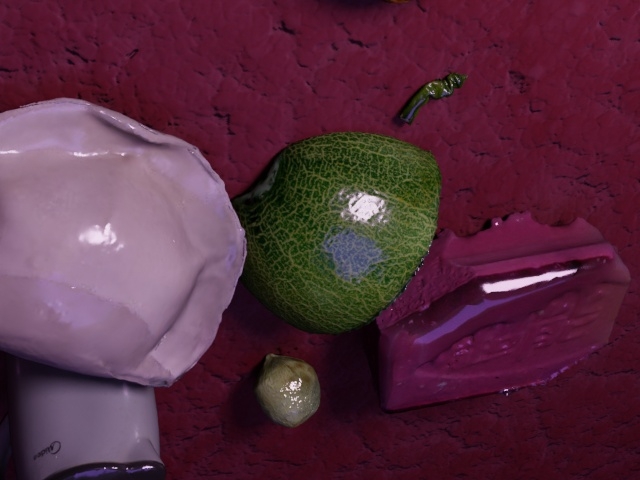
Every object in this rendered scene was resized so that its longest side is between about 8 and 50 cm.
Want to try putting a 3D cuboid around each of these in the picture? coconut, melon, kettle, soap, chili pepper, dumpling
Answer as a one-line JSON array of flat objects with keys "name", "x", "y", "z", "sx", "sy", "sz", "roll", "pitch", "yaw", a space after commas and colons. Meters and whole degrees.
[{"name": "coconut", "x": -0.042, "y": 0.183, "z": 1.308, "sx": 0.088, "sy": 0.096, "sz": 0.088, "roll": -28, "pitch": 174, "yaw": -3}, {"name": "melon", "x": 0.000, "y": 0.000, "z": 1.124, "sx": 0.169, "sy": 0.129, "sz": 0.265, "roll": 30, "pitch": 117, "yaw": -35}, {"name": "kettle", "x": -0.277, "y": 0.215, "z": 1.142, "sx": 0.221, "sy": 0.236, "sz": 0.161, "roll": -29, "pitch": 135, "yaw": 7}, {"name": "soap", "x": 0.214, "y": 0.085, "z": 1.282, "sx": 0.325, "sy": 0.127, "sz": 0.220, "roll": -11, "pitch": 136, "yaw": -11}, {"name": "chili pepper", "x": 0.116, "y": -0.152, "z": 1.099, "sx": 0.083, "sy": 0.022, "sz": 0.027, "roll": -35, "pitch": 100, "yaw": 14}, {"name": "dumpling", "x": -0.236, "y": -0.006, "z": 1.015, "sx": 0.341, "sy": 0.181, "sz": 0.260, "roll": 29, "pitch": 97, "yaw": -6}]

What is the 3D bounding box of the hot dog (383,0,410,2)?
[{"name": "hot dog", "x": 0.093, "y": -0.303, "z": 0.897, "sx": 0.160, "sy": 0.099, "sz": 0.227, "roll": -8, "pitch": 131, "yaw": -16}]
